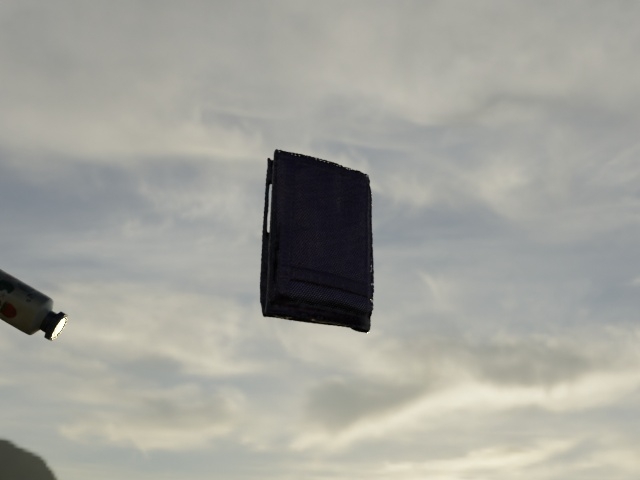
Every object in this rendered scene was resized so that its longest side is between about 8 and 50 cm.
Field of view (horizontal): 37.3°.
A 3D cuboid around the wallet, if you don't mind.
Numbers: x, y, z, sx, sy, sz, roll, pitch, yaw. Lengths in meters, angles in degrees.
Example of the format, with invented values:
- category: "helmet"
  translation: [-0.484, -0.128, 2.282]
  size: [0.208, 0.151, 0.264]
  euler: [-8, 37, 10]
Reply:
- category: "wallet"
  translation: [0.001, 0.000, 0.893]
  size: [0.111, 0.166, 0.030]
  euler: [10, -23, -21]

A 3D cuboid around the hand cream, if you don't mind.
- category: "hand cream"
  translation: [-0.483, 0.054, 1.331]
  size: [0.276, 0.095, 0.059]
  euler: [29, -67, 4]
